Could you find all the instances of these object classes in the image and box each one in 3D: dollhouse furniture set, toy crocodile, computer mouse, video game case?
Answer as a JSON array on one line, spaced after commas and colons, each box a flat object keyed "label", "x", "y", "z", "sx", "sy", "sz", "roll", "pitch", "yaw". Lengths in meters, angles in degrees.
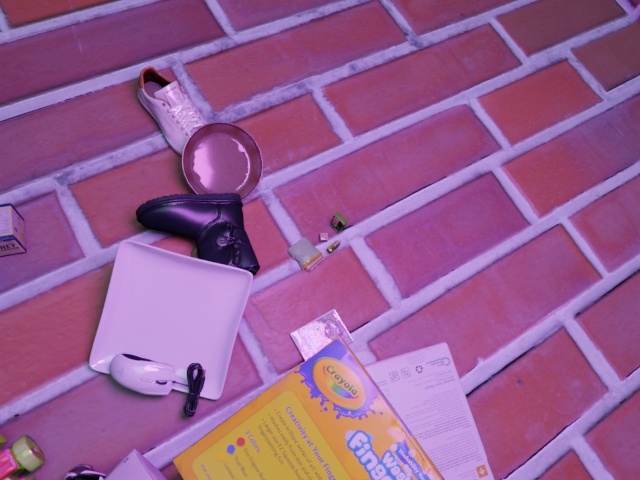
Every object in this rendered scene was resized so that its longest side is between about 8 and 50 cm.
[{"label": "dollhouse furniture set", "x": 0.000, "y": 0.000, "z": 1.213, "sx": 0.151, "sy": 0.059, "sz": 0.076, "roll": -40, "pitch": 79, "yaw": -23}, {"label": "toy crocodile", "x": -0.527, "y": 0.463, "z": 0.888, "sx": 0.115, "sy": 0.105, "sz": 0.341, "roll": -34, "pitch": 78, "yaw": -22}, {"label": "computer mouse", "x": -0.329, "y": 0.279, "z": 1.007, "sx": 0.192, "sy": 0.042, "sz": 0.106, "roll": 16, "pitch": 93, "yaw": -5}, {"label": "video game case", "x": 0.003, "y": 0.221, "z": 1.148, "sx": 0.122, "sy": 0.011, "sz": 0.087, "roll": -27, "pitch": 75, "yaw": -20}]

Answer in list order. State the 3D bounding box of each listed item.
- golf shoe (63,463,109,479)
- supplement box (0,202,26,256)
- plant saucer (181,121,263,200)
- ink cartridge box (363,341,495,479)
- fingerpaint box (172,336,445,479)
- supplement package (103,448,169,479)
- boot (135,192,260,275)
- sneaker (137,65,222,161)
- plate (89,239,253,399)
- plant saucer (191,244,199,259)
[{"label": "golf shoe", "x": -0.380, "y": 0.474, "z": 0.921, "sx": 0.198, "sy": 0.094, "sz": 0.077, "roll": 22, "pitch": 64, "yaw": -3}, {"label": "supplement box", "x": -0.670, "y": -0.021, "z": 1.072, "sx": 0.056, "sy": 0.083, "sz": 0.083, "roll": -11, "pitch": 69, "yaw": -15}, {"label": "plant saucer", "x": -0.238, "y": -0.185, "z": 1.222, "sx": 0.198, "sy": 0.036, "sz": 0.199, "roll": -1, "pitch": 93, "yaw": -26}, {"label": "ink cartridge box", "x": 0.170, "y": 0.417, "z": 1.069, "sx": 0.323, "sy": 0.071, "sz": 0.330, "roll": -12, "pitch": 74, "yaw": -15}, {"label": "fingerpaint box", "x": 0.022, "y": 0.465, "z": 0.908, "sx": 0.371, "sy": 0.163, "sz": 0.445, "roll": -37, "pitch": 75, "yaw": -4}, {"label": "supplement package", "x": -0.292, "y": 0.489, "z": 0.782, "sx": 0.204, "sy": 0.261, "sz": 0.145, "roll": -45, "pitch": 111, "yaw": -24}, {"label": "boot", "x": -0.269, "y": 0.003, "z": 1.118, "sx": 0.246, "sy": 0.094, "sz": 0.207, "roll": -7, "pitch": 65, "yaw": -21}, {"label": "sneaker", "x": -0.348, "y": -0.304, "z": 1.236, "sx": 0.290, "sy": 0.123, "sz": 0.106, "roll": 44, "pitch": 65, "yaw": 5}, {"label": "plate", "x": -0.305, "y": 0.162, "z": 1.045, "sx": 0.277, "sy": 0.045, "sz": 0.278, "roll": 15, "pitch": 93, "yaw": -5}, {"label": "plant saucer", "x": -0.258, "y": 0.032, "z": 1.171, "sx": 0.083, "sy": 0.015, "sz": 0.084, "roll": 4, "pitch": 67, "yaw": -10}]
